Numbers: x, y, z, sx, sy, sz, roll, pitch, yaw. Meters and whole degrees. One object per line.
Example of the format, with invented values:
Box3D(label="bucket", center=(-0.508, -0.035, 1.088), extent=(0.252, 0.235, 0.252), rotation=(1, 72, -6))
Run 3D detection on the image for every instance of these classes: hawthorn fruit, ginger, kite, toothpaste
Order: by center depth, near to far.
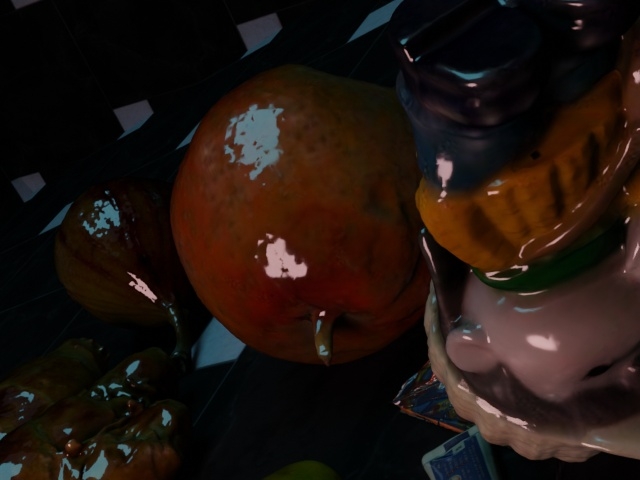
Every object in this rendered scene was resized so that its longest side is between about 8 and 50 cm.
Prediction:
Box3D(label="toothpaste", center=(0.104, 0.177, 0.616), extent=(0.057, 0.035, 0.197), rotation=(-31, 18, 7))
Box3D(label="kite", center=(0.132, 0.090, 0.783), extent=(0.183, 0.014, 0.241), rotation=(-26, 22, 29))
Box3D(label="hawthorn fruit", center=(0.000, 0.000, 0.883), extent=(0.277, 0.277, 0.298), rotation=(-30, 41, 22))
Box3D(label="ginger", center=(-0.270, 0.215, 1.004), extent=(0.274, 0.152, 0.357), rotation=(-39, 22, -2))

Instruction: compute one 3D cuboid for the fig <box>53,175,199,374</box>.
Box3D(label="fig", center=(-0.216, 0.062, 1.264), extent=(0.217, 0.217, 0.321), rotation=(-38, 48, 2))

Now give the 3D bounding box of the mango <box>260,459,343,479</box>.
Box3D(label="mango", center=(-0.036, 0.219, 0.691), extent=(0.163, 0.090, 0.111), rotation=(-41, 18, -30))

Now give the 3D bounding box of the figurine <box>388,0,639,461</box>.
Box3D(label="figurine", center=(0.127, -0.011, 0.558), extent=(0.185, 0.332, 0.204), rotation=(-37, 29, -13))
